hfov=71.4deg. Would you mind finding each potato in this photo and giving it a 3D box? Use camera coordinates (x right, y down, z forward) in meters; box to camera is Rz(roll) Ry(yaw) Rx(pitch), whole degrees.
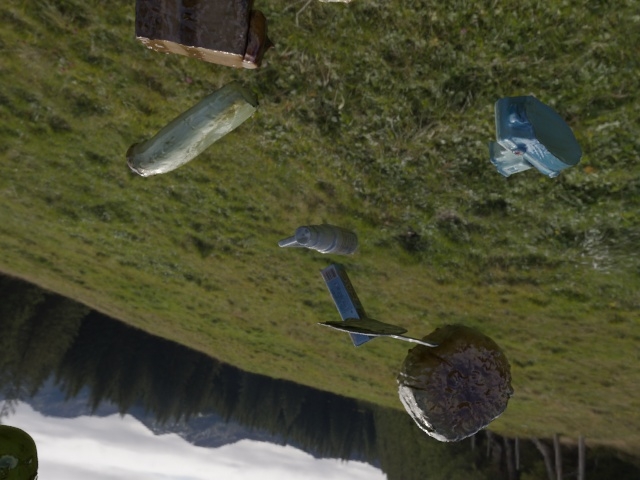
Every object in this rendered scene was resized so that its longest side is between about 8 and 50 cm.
[{"bbox_3d":[-0.558,0.386,0.691,0.253,0.148,0.186,-45,124,14],"label":"potato"}]

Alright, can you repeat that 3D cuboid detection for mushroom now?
[{"bbox_3d":[-0.267,-0.219,0.918,0.312,0.081,0.100,-26,175,19],"label":"mushroom"}]

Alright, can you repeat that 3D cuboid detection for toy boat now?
[{"bbox_3d":[0.319,-0.149,0.690,0.215,0.088,0.102,13,164,-37],"label":"toy boat"}]

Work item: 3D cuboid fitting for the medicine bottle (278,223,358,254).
[{"bbox_3d":[0.000,0.000,0.922,0.092,0.061,0.221,-17,169,23],"label":"medicine bottle"}]

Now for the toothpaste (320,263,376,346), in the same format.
[{"bbox_3d":[0.071,0.148,1.050,0.044,0.193,0.070,-32,164,24],"label":"toothpaste"}]

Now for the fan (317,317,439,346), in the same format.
[{"bbox_3d":[0.039,0.057,0.281,0.056,0.004,0.083,7,177,-42],"label":"fan"}]

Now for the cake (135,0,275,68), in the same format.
[{"bbox_3d":[-0.237,-0.496,0.971,0.293,0.198,0.196,9,-170,-10],"label":"cake"}]

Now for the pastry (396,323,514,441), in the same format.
[{"bbox_3d":[0.234,0.248,0.776,0.182,0.193,0.093,57,166,-6],"label":"pastry"}]

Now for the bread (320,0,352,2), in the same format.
[{"bbox_3d":[0.060,-0.765,1.300,0.175,0.132,0.251,0,-169,8],"label":"bread"}]
